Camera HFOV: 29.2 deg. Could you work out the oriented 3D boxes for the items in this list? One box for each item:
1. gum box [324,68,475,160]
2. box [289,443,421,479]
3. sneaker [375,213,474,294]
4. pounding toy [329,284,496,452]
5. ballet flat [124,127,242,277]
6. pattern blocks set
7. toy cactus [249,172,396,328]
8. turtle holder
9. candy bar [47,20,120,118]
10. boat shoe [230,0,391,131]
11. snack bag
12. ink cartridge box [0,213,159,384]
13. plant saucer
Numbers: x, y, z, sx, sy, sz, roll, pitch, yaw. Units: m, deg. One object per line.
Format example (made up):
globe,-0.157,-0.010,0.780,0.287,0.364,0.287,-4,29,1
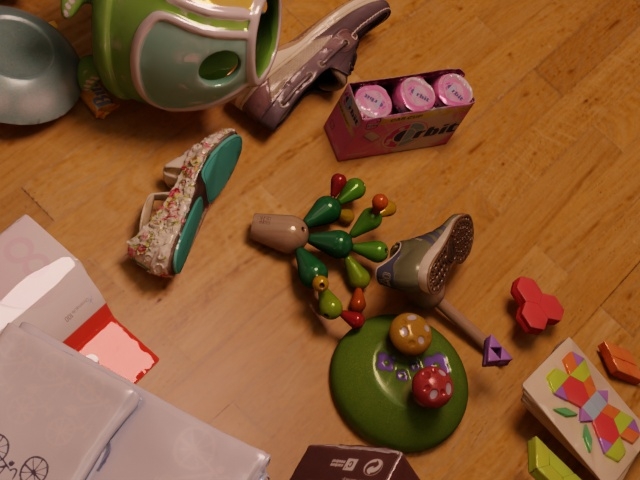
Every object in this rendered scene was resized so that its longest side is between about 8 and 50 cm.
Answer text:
gum box,0.113,-0.174,1.696,0.188,0.107,0.062,-11,67,-25
box,-0.003,0.419,1.266,0.191,0.143,0.381,57,48,-31
sneaker,0.131,0.013,1.575,0.086,0.064,0.192,1,23,24
pounding toy,0.130,0.142,1.527,0.183,0.110,0.237,43,57,6
ballet flat,-0.174,-0.059,1.547,0.077,0.091,0.241,14,52,14
pattern blocks set,0.341,0.218,1.575,0.325,0.026,0.285,40,45,-6
toy cactus,0.000,0.000,1.574,0.181,0.112,0.218,12,67,-2
turtle holder,-0.167,-0.312,1.533,0.228,0.320,0.243,15,26,11
candy bar,-0.322,-0.223,1.618,0.040,0.018,0.161,-32,76,-31
boat shoe,0.001,-0.245,1.704,0.285,0.103,0.092,-38,85,-28
snack bag,-0.270,0.280,1.265,0.343,0.037,0.323,26,65,15
ink cartridge box,-0.324,0.108,1.413,0.232,0.066,0.189,39,57,8
plant saucer,-0.389,-0.233,1.550,0.195,0.037,0.195,14,51,-19
